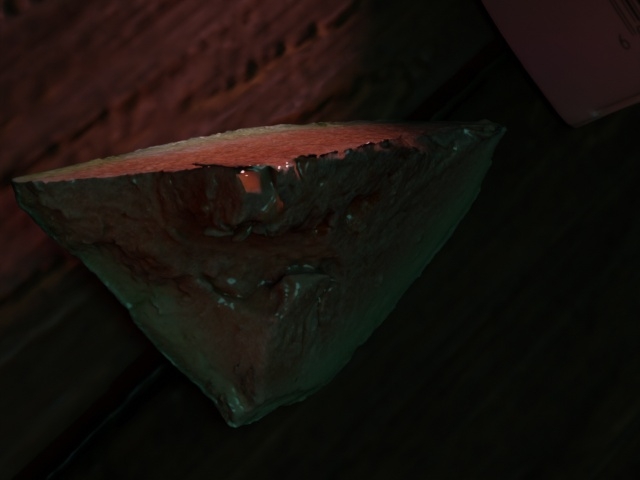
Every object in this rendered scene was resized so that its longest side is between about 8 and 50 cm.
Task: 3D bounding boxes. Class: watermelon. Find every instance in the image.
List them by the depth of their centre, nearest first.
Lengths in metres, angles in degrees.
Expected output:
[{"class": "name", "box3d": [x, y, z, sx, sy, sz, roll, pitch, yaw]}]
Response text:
[{"class": "watermelon", "box3d": [-0.003, -0.001, 0.589, 0.155, 0.080, 0.101, -27, 103, -45]}]

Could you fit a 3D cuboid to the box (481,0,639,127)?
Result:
[{"class": "box", "box3d": [0.213, -0.188, 0.677, 0.333, 0.173, 0.145, -33, 98, -29]}]
